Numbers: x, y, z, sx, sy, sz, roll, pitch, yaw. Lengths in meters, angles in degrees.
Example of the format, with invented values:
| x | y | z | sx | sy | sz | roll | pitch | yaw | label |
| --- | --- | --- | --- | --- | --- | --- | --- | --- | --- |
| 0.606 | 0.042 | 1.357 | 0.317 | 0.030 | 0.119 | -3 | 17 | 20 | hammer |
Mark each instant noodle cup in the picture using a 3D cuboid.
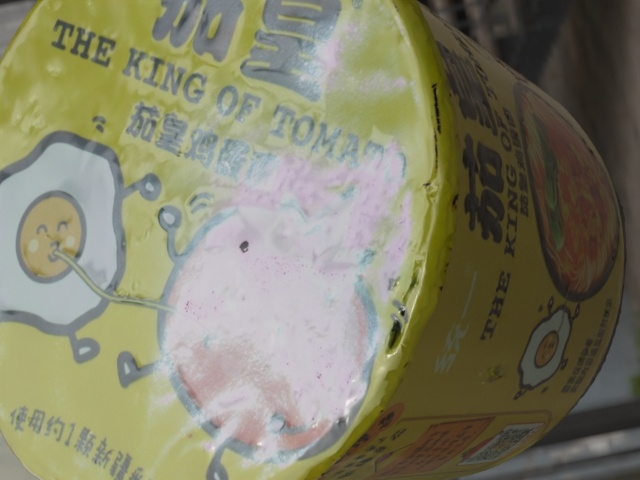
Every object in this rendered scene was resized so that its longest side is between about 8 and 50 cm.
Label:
| x | y | z | sx | sy | sz | roll | pitch | yaw | label |
| --- | --- | --- | --- | --- | --- | --- | --- | --- | --- |
| 0.000 | 0.000 | 1.017 | 0.254 | 0.325 | 0.325 | 15 | -121 | -53 | instant noodle cup |
